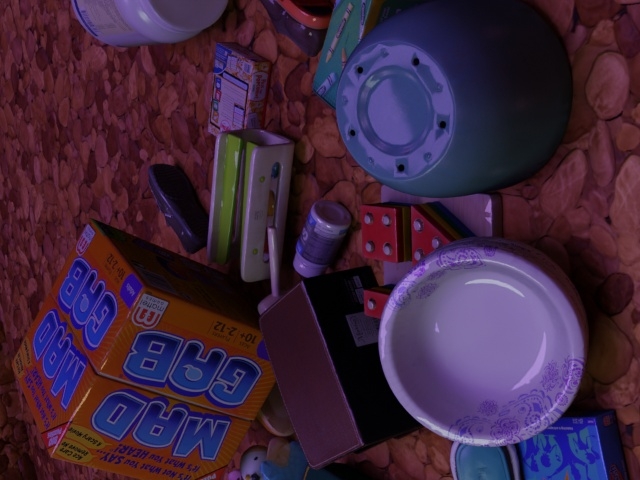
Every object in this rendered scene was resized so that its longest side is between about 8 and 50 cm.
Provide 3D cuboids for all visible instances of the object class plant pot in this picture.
[{"bbox_3d":[0.158,-0.189,1.322,0.293,0.235,0.293,12,110,35],"label":"plant pot"}]

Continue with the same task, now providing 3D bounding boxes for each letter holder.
[{"bbox_3d":[0.031,0.232,1.733,0.214,0.152,0.302,-42,64,52],"label":"letter holder"}]

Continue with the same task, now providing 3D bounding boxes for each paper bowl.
[{"bbox_3d":[0.234,0.134,1.370,0.284,0.148,0.284,4,103,17],"label":"paper bowl"}]

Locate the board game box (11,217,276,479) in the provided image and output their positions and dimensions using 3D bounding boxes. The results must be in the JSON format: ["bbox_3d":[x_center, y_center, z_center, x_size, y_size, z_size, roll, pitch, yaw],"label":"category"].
[{"bbox_3d":[-0.340,0.228,1.924,0.356,0.356,0.356,-61,35,6],"label":"board game box"}]

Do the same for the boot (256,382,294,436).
[{"bbox_3d":[-0.144,0.351,2.039,0.295,0.104,0.211,59,138,41],"label":"boot"}]

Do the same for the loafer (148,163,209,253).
[{"bbox_3d":[-0.331,-0.070,2.203,0.251,0.094,0.087,59,135,27],"label":"loafer"}]

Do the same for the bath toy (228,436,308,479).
[{"bbox_3d":[-0.134,0.523,2.014,0.151,0.129,0.348,44,139,5],"label":"bath toy"}]

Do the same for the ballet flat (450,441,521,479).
[{"bbox_3d":[0.273,0.471,1.485,0.139,0.139,0.400,-3,94,54],"label":"ballet flat"}]

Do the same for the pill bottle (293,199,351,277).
[{"bbox_3d":[0.000,0.000,1.780,0.078,0.078,0.137,52,135,33],"label":"pill bottle"}]

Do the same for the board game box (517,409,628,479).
[{"bbox_3d":[0.366,0.351,1.386,0.160,0.047,0.210,-16,86,54],"label":"board game box"}]

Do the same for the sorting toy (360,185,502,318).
[{"bbox_3d":[0.168,0.047,1.552,0.255,0.089,0.257,10,106,52],"label":"sorting toy"}]

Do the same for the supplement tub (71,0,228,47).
[{"bbox_3d":[-0.354,-0.525,2.009,0.324,0.235,0.236,11,106,52],"label":"supplement tub"}]

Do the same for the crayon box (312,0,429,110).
[{"bbox_3d":[0.105,-0.339,1.484,0.081,0.165,0.278,47,132,38],"label":"crayon box"}]

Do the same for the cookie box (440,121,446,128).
[{"bbox_3d":[0.213,-0.203,1.473,0.091,0.040,0.107,-7,93,53],"label":"cookie box"}]

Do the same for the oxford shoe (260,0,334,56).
[{"bbox_3d":[-0.079,-0.436,1.777,0.271,0.096,0.098,50,140,35],"label":"oxford shoe"}]

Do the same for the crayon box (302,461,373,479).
[{"bbox_3d":[0.050,0.621,1.729,0.313,0.106,0.363,17,91,54],"label":"crayon box"}]

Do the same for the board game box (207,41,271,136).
[{"bbox_3d":[-0.168,-0.291,1.971,0.146,0.045,0.194,36,126,44],"label":"board game box"}]

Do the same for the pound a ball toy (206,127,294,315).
[{"bbox_3d":[-0.101,-0.036,1.866,0.208,0.135,0.319,25,117,43],"label":"pound a ball toy"}]
